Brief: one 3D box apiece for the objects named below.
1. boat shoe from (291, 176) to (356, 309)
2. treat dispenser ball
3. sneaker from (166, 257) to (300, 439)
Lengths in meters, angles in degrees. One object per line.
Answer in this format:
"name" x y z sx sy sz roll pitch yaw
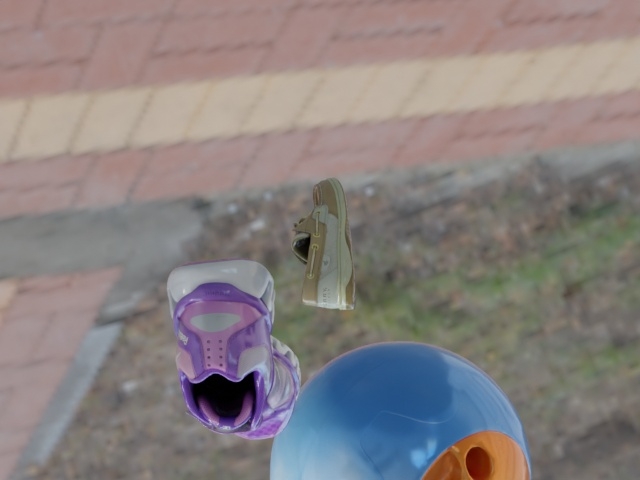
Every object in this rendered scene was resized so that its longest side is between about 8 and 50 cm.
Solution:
"boat shoe" 0.000 0.000 1.478 0.045 0.135 0.050 -4 128 -3
"treat dispenser ball" 0.088 0.254 2.134 0.288 0.288 0.288 -16 156 -8
"sneaker" -0.069 0.111 1.519 0.095 0.104 0.236 -6 149 4
